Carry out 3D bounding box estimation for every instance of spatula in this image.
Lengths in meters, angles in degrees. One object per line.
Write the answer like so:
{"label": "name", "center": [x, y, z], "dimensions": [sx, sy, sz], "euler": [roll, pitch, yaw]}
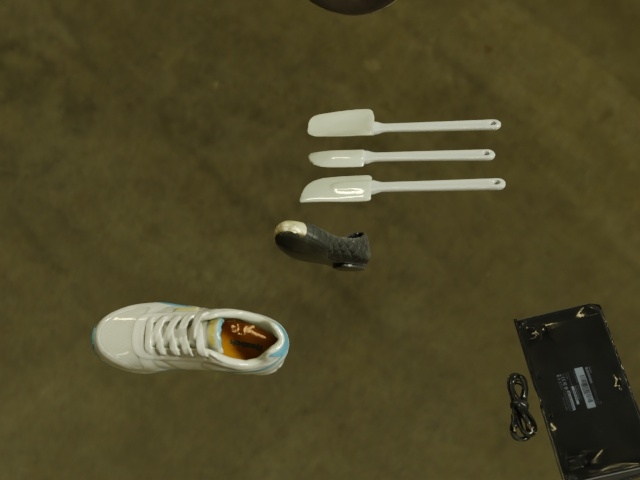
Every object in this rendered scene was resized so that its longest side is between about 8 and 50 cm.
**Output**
{"label": "spatula", "center": [0.100, -0.106, 1.581], "dimensions": [0.242, 0.019, 0.168], "euler": [-2, 40, 8]}

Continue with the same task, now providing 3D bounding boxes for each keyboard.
{"label": "keyboard", "center": [0.210, 0.135, 1.115], "dimensions": [0.108, 0.023, 0.180], "euler": [-13, 46, 3]}

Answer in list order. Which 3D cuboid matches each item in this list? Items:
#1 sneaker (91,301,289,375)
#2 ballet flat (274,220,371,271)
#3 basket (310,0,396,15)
{"label": "sneaker", "center": [-0.150, 0.109, 1.506], "dimensions": [0.228, 0.092, 0.087], "euler": [2, 75, -5]}
{"label": "ballet flat", "center": [0.000, 0.000, 1.499], "dimensions": [0.173, 0.057, 0.049], "euler": [20, 66, -56]}
{"label": "basket", "center": [0.049, -0.308, 1.208], "dimensions": [0.204, 0.154, 0.227], "euler": [31, 33, -7]}
